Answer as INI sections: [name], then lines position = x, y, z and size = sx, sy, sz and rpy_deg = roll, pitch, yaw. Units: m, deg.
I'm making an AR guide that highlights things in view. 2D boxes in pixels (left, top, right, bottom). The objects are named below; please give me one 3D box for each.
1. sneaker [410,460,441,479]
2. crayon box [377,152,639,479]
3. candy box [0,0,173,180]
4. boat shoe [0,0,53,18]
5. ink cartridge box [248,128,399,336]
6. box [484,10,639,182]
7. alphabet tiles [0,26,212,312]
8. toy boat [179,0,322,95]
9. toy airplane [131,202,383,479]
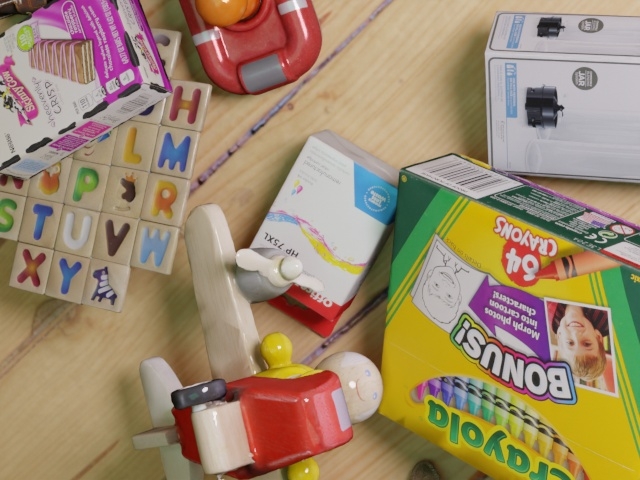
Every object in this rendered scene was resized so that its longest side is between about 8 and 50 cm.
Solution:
[sneaker]
position = 0.149, 0.330, 1.819
size = 0.042, 0.067, 0.118
rpy_deg = -26, 63, 20
[crayon box]
position = 0.233, 0.112, 1.603
size = 0.363, 0.106, 0.313
rpy_deg = 26, 122, 40
[candy box]
position = -0.308, -0.195, 1.773
size = 0.233, 0.071, 0.159
rpy_deg = -29, 72, 22
[boat shoe]
position = -0.336, -0.305, 1.797
size = 0.207, 0.073, 0.073
rpy_deg = -23, 92, 18
[ink cartridge box]
position = 0.000, 0.000, 1.767
size = 0.134, 0.078, 0.231
rpy_deg = 31, 108, 8
[box]
position = 0.329, -0.154, 1.611
size = 0.290, 0.087, 0.169
rpy_deg = 5, 130, 13
[alphabet tiles]
position = -0.275, -0.095, 1.789
size = 0.285, 0.011, 0.343
rpy_deg = 12, 89, 28
[toy boat]
position = -0.100, -0.280, 1.699
size = 0.151, 0.151, 0.231
rpy_deg = -18, 96, 17
[toy airplane]
position = -0.062, 0.202, 1.708
size = 0.272, 0.384, 0.386
rpy_deg = -16, 133, -19
